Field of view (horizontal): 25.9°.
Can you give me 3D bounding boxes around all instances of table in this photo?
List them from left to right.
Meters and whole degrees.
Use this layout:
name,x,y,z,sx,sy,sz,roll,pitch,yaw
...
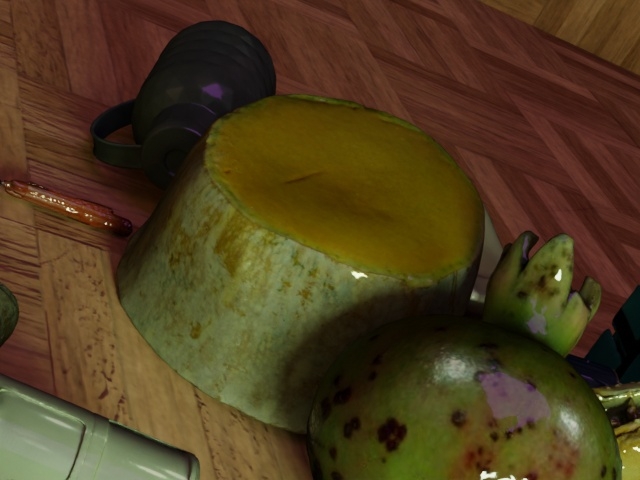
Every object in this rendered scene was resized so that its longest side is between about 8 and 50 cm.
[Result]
name,x,y,z,sx,sy,sz,roll,pitch,yaw
table,-0.199,0.151,0.872,0.220,0.126,0.126,25,23,-12

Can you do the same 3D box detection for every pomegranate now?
name,x,y,z,sx,sy,sz,roll,pitch,yaw
pomegranate,0.111,0.132,1.104,0.242,0.242,0.306,21,53,-23

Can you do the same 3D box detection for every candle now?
name,x,y,z,sx,sy,sz,roll,pitch,yaw
candle,-0.258,-0.038,1.327,0.167,0.021,0.026,20,45,-27

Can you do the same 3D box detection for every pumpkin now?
name,x,y,z,sx,sy,sz,roll,pitch,yaw
pumpkin,0.000,0.000,1.286,0.332,0.199,0.332,19,29,-11

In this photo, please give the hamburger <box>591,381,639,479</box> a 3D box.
name,x,y,z,sx,sy,sz,roll,pitch,yaw
hamburger,0.283,0.234,1.222,0.189,0.215,0.122,-1,21,2

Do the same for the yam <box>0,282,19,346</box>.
name,x,y,z,sx,sy,sz,roll,pitch,yaw
yam,-0.274,0.074,1.012,0.070,0.069,0.146,31,21,0

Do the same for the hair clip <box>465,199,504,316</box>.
name,x,y,z,sx,sy,sz,roll,pitch,yaw
hair clip,0.158,0.026,1.614,0.173,0.113,0.282,15,33,-33

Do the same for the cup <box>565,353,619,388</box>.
name,x,y,z,sx,sy,sz,roll,pitch,yaw
cup,0.195,0.149,1.330,0.155,0.176,0.131,22,68,-6

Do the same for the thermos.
name,x,y,z,sx,sy,sz,roll,pitch,yaw
thermos,-0.149,-0.137,1.527,0.182,0.145,0.286,-1,24,7

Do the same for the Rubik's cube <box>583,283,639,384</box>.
name,x,y,z,sx,sy,sz,roll,pitch,yaw
Rubik's cube,0.451,0.176,1.420,0.294,0.288,0.283,29,24,-10
